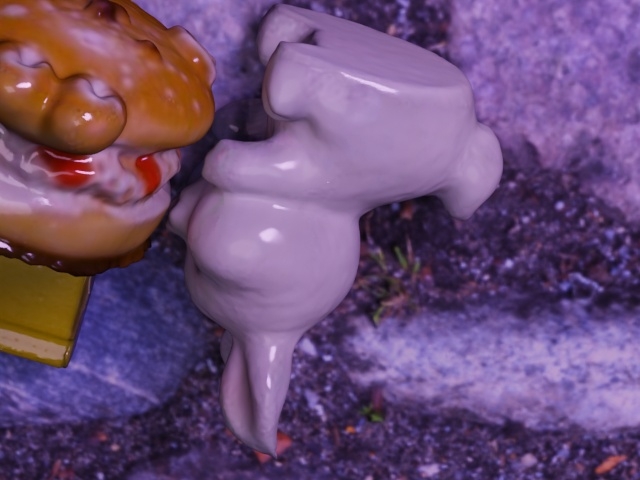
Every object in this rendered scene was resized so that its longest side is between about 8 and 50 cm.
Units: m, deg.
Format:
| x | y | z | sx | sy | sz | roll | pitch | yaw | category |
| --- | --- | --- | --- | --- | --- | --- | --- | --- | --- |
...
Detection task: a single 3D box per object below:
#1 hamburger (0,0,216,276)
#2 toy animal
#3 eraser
| x | y | z | sx | sy | sz | roll | pitch | yaw | category |
| --- | --- | --- | --- | --- | --- | --- | --- | --- | --- |
| -0.217 | -0.116 | 1.031 | 0.261 | 0.302 | 0.186 | 32 | 114 | -2 | hamburger |
| -0.008 | -0.007 | 1.131 | 0.241 | 0.196 | 0.367 | 27 | 108 | -11 | toy animal |
| -0.317 | 0.018 | 1.217 | 0.226 | 0.069 | 0.158 | 17 | 110 | -5 | eraser |
